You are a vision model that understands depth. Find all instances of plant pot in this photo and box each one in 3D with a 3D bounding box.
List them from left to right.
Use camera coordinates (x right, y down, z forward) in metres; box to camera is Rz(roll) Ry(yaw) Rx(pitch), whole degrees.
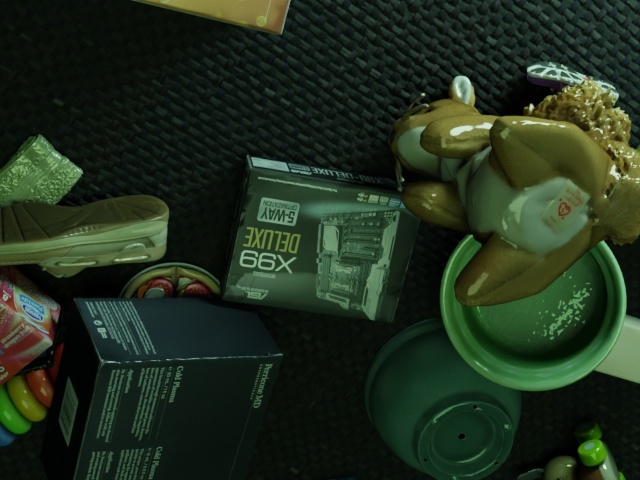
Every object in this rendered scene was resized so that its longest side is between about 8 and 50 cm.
[{"bbox_3d":[0.238,0.314,1.988,0.293,0.196,0.293,-4,116,-8],"label":"plant pot"}]

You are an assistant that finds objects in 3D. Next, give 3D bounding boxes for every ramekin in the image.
[{"bbox_3d":[0.364,0.093,1.874,0.303,0.148,0.303,1,94,15],"label":"ramekin"}]

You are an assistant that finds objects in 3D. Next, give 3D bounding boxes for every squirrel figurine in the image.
[{"bbox_3d":[0.304,-0.114,1.723,0.397,0.370,0.281,-7,115,-21],"label":"squirrel figurine"}]

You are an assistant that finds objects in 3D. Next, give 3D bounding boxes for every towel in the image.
[{"bbox_3d":[-0.467,-0.091,1.773,0.148,0.027,0.110,-42,115,11],"label":"towel"}]

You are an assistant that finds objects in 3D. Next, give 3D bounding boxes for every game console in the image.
[{"bbox_3d":[-0.471,0.158,1.835,0.107,0.122,0.071,-15,115,-2],"label":"game console"}]

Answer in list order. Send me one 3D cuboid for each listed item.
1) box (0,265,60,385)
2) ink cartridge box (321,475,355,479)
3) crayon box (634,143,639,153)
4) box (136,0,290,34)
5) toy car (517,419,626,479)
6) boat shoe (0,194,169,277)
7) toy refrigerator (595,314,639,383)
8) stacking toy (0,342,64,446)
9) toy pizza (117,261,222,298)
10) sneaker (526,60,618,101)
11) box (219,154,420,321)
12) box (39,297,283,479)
[{"bbox_3d":[-0.559,0.170,1.776,0.257,0.122,0.128,-37,115,13],"label":"box"},{"bbox_3d":[-0.015,0.513,2.087,0.181,0.104,0.061,-6,115,-6],"label":"ink cartridge box"},{"bbox_3d":[0.686,-0.108,1.932,0.278,0.081,0.165,29,107,-20],"label":"crayon box"},{"bbox_3d":[-0.203,-0.451,1.573,0.345,0.168,0.215,10,112,-14],"label":"box"},{"bbox_3d":[0.486,0.468,2.142,0.188,0.149,0.155,-25,105,15],"label":"toy car"},{"bbox_3d":[-0.410,0.009,1.760,0.341,0.121,0.110,-6,124,-18],"label":"boat shoe"},{"bbox_3d":[0.510,0.179,2.032,0.269,0.094,0.102,16,104,-17],"label":"toy refrigerator"},{"bbox_3d":[-0.527,0.277,1.890,0.330,0.141,0.141,-32,116,-2],"label":"stacking toy"},{"bbox_3d":[-0.255,0.132,1.910,0.201,0.032,0.201,-4,115,-8],"label":"toy pizza"},{"bbox_3d":[0.416,-0.245,1.833,0.170,0.068,0.071,18,116,-18],"label":"sneaker"},{"bbox_3d":[0.000,0.000,1.865,0.307,0.076,0.242,9,111,-14],"label":"box"},{"bbox_3d":[-0.272,0.281,1.839,0.312,0.179,0.343,2,120,-30],"label":"box"}]
